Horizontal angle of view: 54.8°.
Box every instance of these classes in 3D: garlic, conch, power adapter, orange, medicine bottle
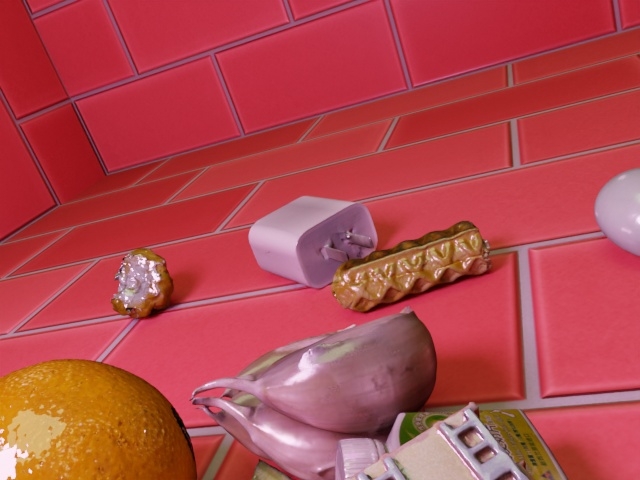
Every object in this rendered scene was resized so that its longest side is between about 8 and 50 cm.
[{"bbox_3d":[0.011,0.159,0.705,0.292,0.210,0.237,-19,30,-38],"label":"garlic"},{"bbox_3d":[0.513,-0.048,0.932,0.185,0.121,0.221,16,24,7],"label":"conch"},{"bbox_3d":[0.000,0.000,1.219,0.187,0.124,0.255,-32,24,-26],"label":"power adapter"},{"bbox_3d":[-0.261,0.257,0.632,0.274,0.274,0.274,-17,21,7],"label":"orange"},{"bbox_3d":[0.111,0.222,0.557,0.188,0.088,0.132,0,21,-5],"label":"medicine bottle"}]

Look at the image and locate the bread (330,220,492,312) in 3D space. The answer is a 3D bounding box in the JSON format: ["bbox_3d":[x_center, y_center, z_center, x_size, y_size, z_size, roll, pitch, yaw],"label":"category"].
[{"bbox_3d":[0.146,0.046,1.031,0.269,0.098,0.087,-19,-21,3],"label":"bread"}]

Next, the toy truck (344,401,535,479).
[{"bbox_3d":[0.133,0.249,0.341,0.136,0.162,0.305,-26,46,-15],"label":"toy truck"}]

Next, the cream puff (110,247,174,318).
[{"bbox_3d":[-0.373,0.093,1.318,0.121,0.156,0.156,10,20,-7],"label":"cream puff"}]

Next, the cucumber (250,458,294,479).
[{"bbox_3d":[-0.017,0.295,0.628,0.070,0.046,0.220,-37,25,-32],"label":"cucumber"}]
